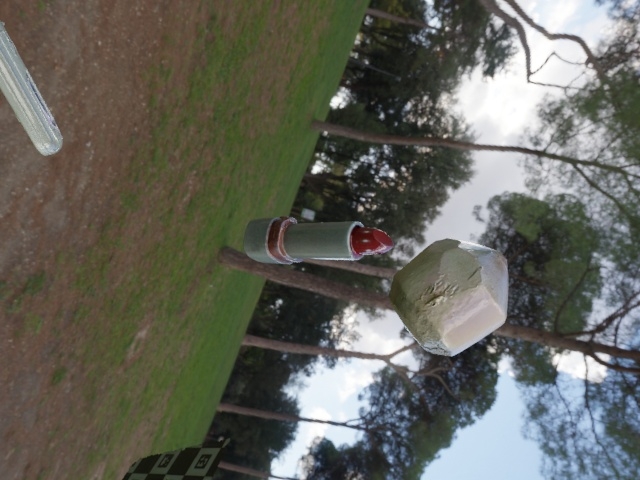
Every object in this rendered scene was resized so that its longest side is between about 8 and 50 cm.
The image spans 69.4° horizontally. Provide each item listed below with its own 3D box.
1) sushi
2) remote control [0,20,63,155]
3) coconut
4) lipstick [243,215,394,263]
[{"bbox_3d":[-0.209,0.358,0.565,0.193,0.040,0.210,-22,-157,26],"label":"sushi"},{"bbox_3d":[-0.442,-0.225,0.681,0.221,0.042,0.078,86,-20,-45],"label":"remote control"},{"bbox_3d":[0.261,0.098,0.913,0.234,0.224,0.224,-42,-165,13],"label":"coconut"},{"bbox_3d":[0.000,-0.001,0.535,0.063,0.187,0.057,26,69,-51],"label":"lipstick"}]
